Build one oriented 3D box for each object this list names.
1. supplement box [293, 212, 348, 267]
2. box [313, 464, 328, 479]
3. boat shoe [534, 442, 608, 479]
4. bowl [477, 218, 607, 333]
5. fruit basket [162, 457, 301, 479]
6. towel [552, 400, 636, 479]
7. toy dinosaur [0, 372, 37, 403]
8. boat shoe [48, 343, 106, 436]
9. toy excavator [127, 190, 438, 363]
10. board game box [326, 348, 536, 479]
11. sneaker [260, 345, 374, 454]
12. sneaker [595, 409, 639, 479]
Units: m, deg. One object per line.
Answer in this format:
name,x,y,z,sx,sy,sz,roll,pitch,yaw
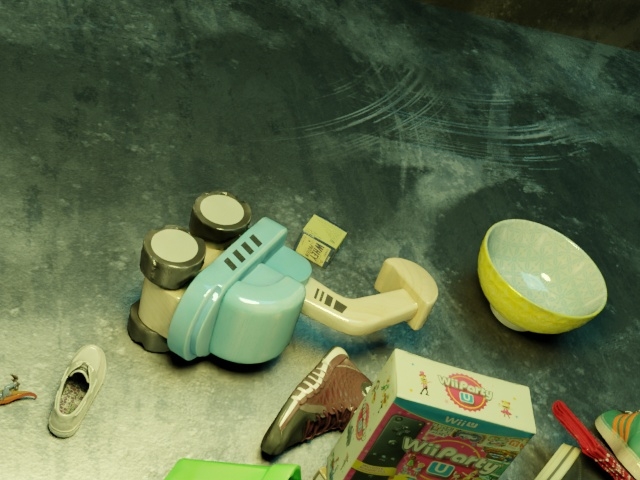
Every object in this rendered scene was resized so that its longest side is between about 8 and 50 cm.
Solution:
supplement box,0.000,0.000,1.954,0.083,0.056,0.083,30,39,4
box,0.114,0.415,1.574,0.225,0.036,0.136,-13,53,-39
boat shoe,0.363,0.510,1.490,0.156,0.186,0.500,35,34,20
bowl,0.457,0.108,2.001,0.290,0.156,0.289,15,40,-13
fruit basket,-0.085,0.487,1.110,0.392,0.282,0.392,2,35,-1
towel,0.539,0.418,1.666,0.275,0.031,0.199,45,6,-13
toy dinosaur,-0.502,0.245,1.430,0.090,0.047,0.082,36,58,-3
boat shoe,-0.392,0.229,1.485,0.066,0.063,0.184,24,39,-3
toy excavator,-0.058,0.104,1.657,0.445,0.222,0.433,32,41,12
board game box,0.161,0.323,1.430,0.224,0.303,0.097,17,39,-10
sneaker,0.025,0.306,1.595,0.163,0.106,0.281,36,40,8
sneaker,0.614,0.373,1.735,0.108,0.121,0.302,46,8,-2
